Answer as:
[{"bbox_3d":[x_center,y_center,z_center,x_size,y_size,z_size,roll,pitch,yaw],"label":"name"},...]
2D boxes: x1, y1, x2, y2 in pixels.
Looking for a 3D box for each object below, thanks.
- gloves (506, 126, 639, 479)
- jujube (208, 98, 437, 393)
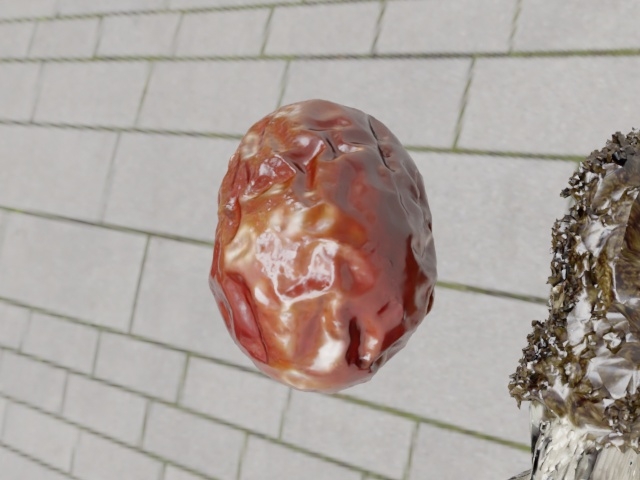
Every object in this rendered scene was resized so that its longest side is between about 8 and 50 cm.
[{"bbox_3d":[0.225,0.072,0.950,0.135,0.210,0.312,18,102,50],"label":"gloves"},{"bbox_3d":[0.000,0.000,0.960,0.174,0.174,0.250,-51,24,26],"label":"jujube"}]
